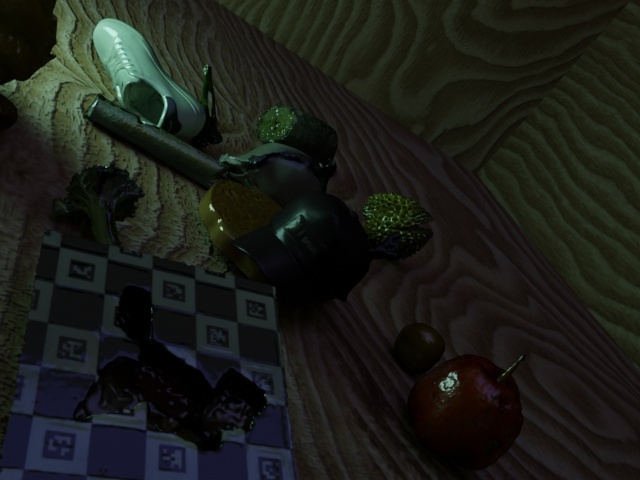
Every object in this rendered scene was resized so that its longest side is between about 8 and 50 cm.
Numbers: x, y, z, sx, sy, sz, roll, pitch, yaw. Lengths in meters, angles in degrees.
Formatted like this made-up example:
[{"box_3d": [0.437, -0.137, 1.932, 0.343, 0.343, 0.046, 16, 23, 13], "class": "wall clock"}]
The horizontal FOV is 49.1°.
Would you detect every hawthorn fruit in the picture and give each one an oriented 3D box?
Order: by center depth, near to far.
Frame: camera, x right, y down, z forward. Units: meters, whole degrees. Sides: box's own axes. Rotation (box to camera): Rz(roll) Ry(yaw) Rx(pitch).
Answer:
[{"box_3d": [0.292, 0.294, 1.288, 0.207, 0.243, 0.207, 36, 19, -14], "class": "hawthorn fruit"}]

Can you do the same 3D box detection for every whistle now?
[{"box_3d": [-0.345, -0.205, 1.505, 0.326, 0.057, 0.068, 31, 67, -22], "class": "whistle"}]

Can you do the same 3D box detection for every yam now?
[{"box_3d": [-0.054, -0.312, 2.108, 0.254, 0.154, 0.154, 22, 26, -44], "class": "yam"}]

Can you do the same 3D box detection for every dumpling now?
[{"box_3d": [-0.106, -0.168, 1.690, 0.293, 0.163, 0.204, 20, 28, -28], "class": "dumpling"}]

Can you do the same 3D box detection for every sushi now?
[{"box_3d": [-0.207, 0.173, 0.895, 0.343, 0.064, 0.359, 16, 42, -26], "class": "sushi"}]

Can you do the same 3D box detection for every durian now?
[{"box_3d": [0.190, -0.028, 1.960, 0.193, 0.138, 0.237, 41, -24, -18], "class": "durian"}]

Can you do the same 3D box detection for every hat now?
[{"box_3d": [0.005, -0.014, 1.331, 0.238, 0.209, 0.336, 49, 24, 15], "class": "hat"}]

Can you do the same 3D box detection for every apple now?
[{"box_3d": [0.213, 0.225, 1.502, 0.102, 0.099, 0.114, 40, 23, 9], "class": "apple"}]

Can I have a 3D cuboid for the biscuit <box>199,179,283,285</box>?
[{"box_3d": [-0.107, 0.009, 1.462, 0.351, 0.057, 0.312, 42, 22, 5], "class": "biscuit"}]

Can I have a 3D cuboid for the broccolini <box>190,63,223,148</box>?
[{"box_3d": [-0.269, -0.320, 1.682, 0.074, 0.201, 0.058, 1, 13, -20], "class": "broccolini"}]

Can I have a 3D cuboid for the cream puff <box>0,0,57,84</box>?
[{"box_3d": [-0.601, -0.408, 1.196, 0.324, 0.291, 0.257, 6, -3, 10], "class": "cream puff"}]

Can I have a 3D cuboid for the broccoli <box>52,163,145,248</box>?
[{"box_3d": [-0.336, -0.023, 1.101, 0.122, 0.118, 0.204, 30, 36, -54], "class": "broccoli"}]

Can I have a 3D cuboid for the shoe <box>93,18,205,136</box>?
[{"box_3d": [-0.433, -0.371, 1.613, 0.363, 0.132, 0.160, 47, 26, 9], "class": "shoe"}]

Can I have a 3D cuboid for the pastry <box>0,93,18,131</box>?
[{"box_3d": [-0.561, -0.221, 1.164, 0.109, 0.057, 0.097, 30, 21, -26], "class": "pastry"}]
